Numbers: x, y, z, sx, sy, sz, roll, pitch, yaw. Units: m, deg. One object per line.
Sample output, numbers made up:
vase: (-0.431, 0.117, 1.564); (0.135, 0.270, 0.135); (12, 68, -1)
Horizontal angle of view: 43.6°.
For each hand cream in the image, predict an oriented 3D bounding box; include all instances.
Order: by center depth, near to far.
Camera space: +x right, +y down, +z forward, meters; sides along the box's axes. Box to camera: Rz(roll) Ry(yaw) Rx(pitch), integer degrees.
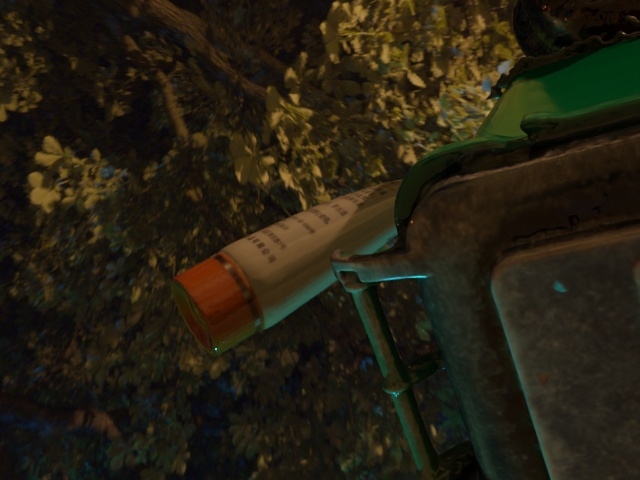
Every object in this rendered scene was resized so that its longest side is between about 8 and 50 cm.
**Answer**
hand cream: (0.000, 0.000, 0.816); (0.314, 0.139, 0.089); (-32, -81, -19)

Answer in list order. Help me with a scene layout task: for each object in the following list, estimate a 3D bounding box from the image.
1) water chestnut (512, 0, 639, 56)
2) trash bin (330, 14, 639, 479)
water chestnut: (0.346, -0.254, 0.818); (0.288, 0.244, 0.289); (-1, -88, -16)
trash bin: (0.206, -0.004, 0.551); (0.295, 0.381, 0.259); (-14, -72, 21)
